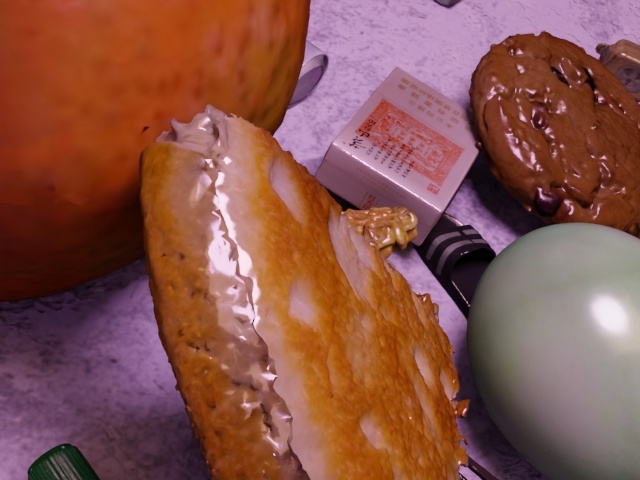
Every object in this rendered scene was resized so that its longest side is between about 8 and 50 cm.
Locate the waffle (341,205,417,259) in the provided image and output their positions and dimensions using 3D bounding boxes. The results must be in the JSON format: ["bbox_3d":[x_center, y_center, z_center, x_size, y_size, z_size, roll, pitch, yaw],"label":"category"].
[{"bbox_3d":[0.000,-0.001,0.973,0.191,0.191,0.038,-17,105,-29],"label":"waffle"}]

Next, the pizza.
[{"bbox_3d":[0.018,0.124,0.771,0.406,0.130,0.439,-3,72,-69],"label":"pizza"}]

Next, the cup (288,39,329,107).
[{"bbox_3d":[-0.062,-0.201,1.141,0.116,0.074,0.104,41,82,15],"label":"cup"}]

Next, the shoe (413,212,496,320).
[{"bbox_3d":[0.164,0.028,1.070,0.071,0.049,0.179,-17,64,-30],"label":"shoe"}]

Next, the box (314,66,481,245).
[{"bbox_3d":[0.096,-0.098,1.105,0.141,0.058,0.201,33,42,4],"label":"box"}]

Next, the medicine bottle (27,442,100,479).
[{"bbox_3d":[-0.141,0.271,0.782,0.095,0.064,0.260,-28,71,-35],"label":"medicine bottle"}]

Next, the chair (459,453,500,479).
[{"bbox_3d":[0.128,0.256,0.881,0.213,0.084,0.101,31,48,2],"label":"chair"}]

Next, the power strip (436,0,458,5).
[{"bbox_3d":[0.204,-0.440,1.350,0.139,0.140,0.224,41,54,12],"label":"power strip"}]

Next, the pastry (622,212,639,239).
[{"bbox_3d":[0.460,0.055,1.036,0.311,0.255,0.162,42,84,-8],"label":"pastry"}]

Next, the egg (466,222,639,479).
[{"bbox_3d":[0.256,0.112,0.938,0.220,0.220,0.269,-20,68,-30],"label":"egg"}]

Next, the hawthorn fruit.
[{"bbox_3d":[-0.237,-0.183,0.854,0.472,0.471,0.471,10,54,-14],"label":"hawthorn fruit"}]

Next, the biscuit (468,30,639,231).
[{"bbox_3d":[0.294,-0.128,1.171,0.296,0.075,0.295,20,49,-26],"label":"biscuit"}]

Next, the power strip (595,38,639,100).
[{"bbox_3d":[0.502,-0.187,1.332,0.306,0.064,0.044,22,55,-5],"label":"power strip"}]
